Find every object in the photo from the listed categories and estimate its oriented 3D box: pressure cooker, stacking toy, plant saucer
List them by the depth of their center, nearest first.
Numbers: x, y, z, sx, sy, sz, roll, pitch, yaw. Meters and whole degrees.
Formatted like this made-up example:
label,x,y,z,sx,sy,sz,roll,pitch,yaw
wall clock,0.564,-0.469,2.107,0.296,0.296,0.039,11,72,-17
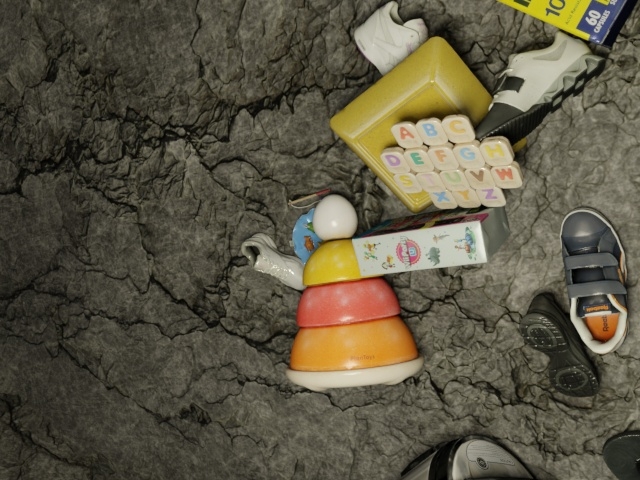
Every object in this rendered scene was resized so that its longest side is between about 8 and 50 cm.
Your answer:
label,x,y,z,sx,sy,sz,roll,pitch,yaw
plant saucer,0.236,-0.228,1.416,0.333,0.081,0.333,-34,112,32
pressure cooker,0.363,0.684,1.505,0.375,0.370,0.420,44,124,8
stacking toy,0.069,0.119,1.590,0.351,0.351,0.479,-7,85,31

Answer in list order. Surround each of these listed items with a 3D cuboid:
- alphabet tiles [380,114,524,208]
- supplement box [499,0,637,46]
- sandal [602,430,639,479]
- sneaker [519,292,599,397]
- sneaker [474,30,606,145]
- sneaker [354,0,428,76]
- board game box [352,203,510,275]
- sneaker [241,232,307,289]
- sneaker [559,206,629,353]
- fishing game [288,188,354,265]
label,x,y,z,sx,sy,sz,roll,pitch,yaw
alphabet tiles,0.275,-0.154,1.330,0.284,0.021,0.278,0,144,36
supplement box,0.447,-0.542,1.227,0.357,0.195,0.194,33,117,19
sandal,0.836,0.572,1.355,0.446,0.107,0.167,32,117,18
sneaker,0.560,0.240,1.427,0.109,0.130,0.286,-16,118,39
sneaker,0.415,-0.309,1.315,0.331,0.122,0.146,-37,69,-1
sneaker,0.207,-0.415,1.444,0.152,0.114,0.305,-41,82,32
board game box,0.261,-0.006,1.461,0.304,0.224,0.097,-10,99,31
sneaker,-0.136,0.073,1.771,0.232,0.115,0.090,34,116,18
sneaker,0.597,0.089,1.354,0.126,0.127,0.320,-14,94,33
fishing game,0.000,0.000,1.715,0.189,0.041,0.263,-16,94,26
